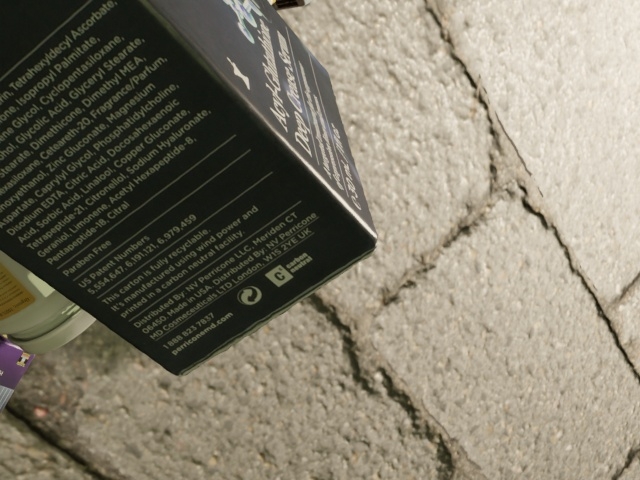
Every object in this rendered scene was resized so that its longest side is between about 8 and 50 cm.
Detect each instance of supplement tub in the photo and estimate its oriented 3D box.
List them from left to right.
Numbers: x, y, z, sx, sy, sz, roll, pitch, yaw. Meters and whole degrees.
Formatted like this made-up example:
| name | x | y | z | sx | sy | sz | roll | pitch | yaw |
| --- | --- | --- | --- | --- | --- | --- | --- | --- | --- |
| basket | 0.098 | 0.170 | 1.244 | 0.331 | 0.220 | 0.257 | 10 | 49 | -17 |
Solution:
| name | x | y | z | sx | sy | sz | roll | pitch | yaw |
| --- | --- | --- | --- | --- | --- | --- | --- | --- | --- |
| supplement tub | -0.286 | -0.008 | 0.711 | 0.144 | 0.144 | 0.200 | -43 | 122 | -14 |

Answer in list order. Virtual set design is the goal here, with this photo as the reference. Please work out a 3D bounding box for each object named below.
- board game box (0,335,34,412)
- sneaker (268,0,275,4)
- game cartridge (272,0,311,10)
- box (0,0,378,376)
| name | x | y | z | sx | sy | sz | roll | pitch | yaw |
| --- | --- | --- | --- | --- | --- | --- | --- | --- | --- |
| board game box | -0.378 | 0.132 | 0.735 | 0.170 | 0.048 | 0.141 | 35 | 81 | -42 |
| sneaker | -0.073 | -0.343 | 0.763 | 0.131 | 0.112 | 0.297 | 23 | 91 | -34 |
| game cartridge | -0.016 | -0.264 | 0.837 | 0.056 | 0.083 | 0.017 | -42 | 117 | -14 |
| box | -0.167 | -0.142 | 0.621 | 0.212 | 0.294 | 0.395 | -34 | 125 | 17 |
